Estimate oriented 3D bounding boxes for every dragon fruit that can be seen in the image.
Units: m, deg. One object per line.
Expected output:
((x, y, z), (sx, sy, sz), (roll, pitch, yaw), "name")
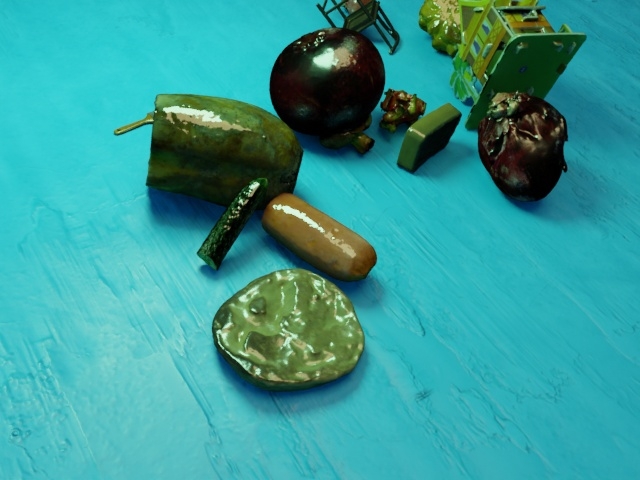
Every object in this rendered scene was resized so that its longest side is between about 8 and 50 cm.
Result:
((0.208, -0.354, 1.796), (0.138, 0.142, 0.175), (3, 50, 51), "dragon fruit")

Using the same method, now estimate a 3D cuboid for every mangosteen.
((0.025, -0.387, 1.683), (0.297, 0.293, 0.297), (-16, 56, 25), "mangosteen")

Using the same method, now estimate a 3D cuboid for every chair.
((0.124, -0.701, 2.104), (0.260, 0.141, 0.155), (47, 36, -29), "chair")

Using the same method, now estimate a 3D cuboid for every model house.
((0.497, -0.523, 1.847), (0.242, 0.358, 0.313), (-7, 57, -17), "model house")

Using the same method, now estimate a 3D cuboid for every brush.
((0.279, -0.264, 1.706), (0.059, 0.123, 0.197), (39, 51, 18), "brush")
((-0.439, -0.296, 1.658), (0.169, 0.014, 0.043), (-32, 60, -33), "brush")

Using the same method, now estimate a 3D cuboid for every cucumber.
((-0.173, -0.041, 1.359), (0.052, 0.058, 0.215), (25, 78, 45), "cucumber")

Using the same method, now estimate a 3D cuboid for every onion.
((0.504, -0.227, 1.665), (0.221, 0.281, 0.281), (-9, 38, 27), "onion")

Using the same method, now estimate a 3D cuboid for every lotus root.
((-0.209, -0.192, 1.461), (0.345, 0.251, 0.251), (12, 44, -10), "lotus root")

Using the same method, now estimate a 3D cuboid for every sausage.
((0.000, 0.000, 1.396), (0.259, 0.114, 0.113), (34, 48, 22), "sausage")

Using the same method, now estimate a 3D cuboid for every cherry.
((0.124, -0.799, 2.225), (0.106, 0.087, 0.126), (40, 54, 20), "cherry")

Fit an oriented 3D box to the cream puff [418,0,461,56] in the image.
((0.432, -0.704, 2.120), (0.244, 0.244, 0.196), (0, 10, -12), "cream puff")

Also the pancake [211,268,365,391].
((-0.059, 0.170, 1.257), (0.294, 0.050, 0.295), (8, 42, -7), "pancake")
